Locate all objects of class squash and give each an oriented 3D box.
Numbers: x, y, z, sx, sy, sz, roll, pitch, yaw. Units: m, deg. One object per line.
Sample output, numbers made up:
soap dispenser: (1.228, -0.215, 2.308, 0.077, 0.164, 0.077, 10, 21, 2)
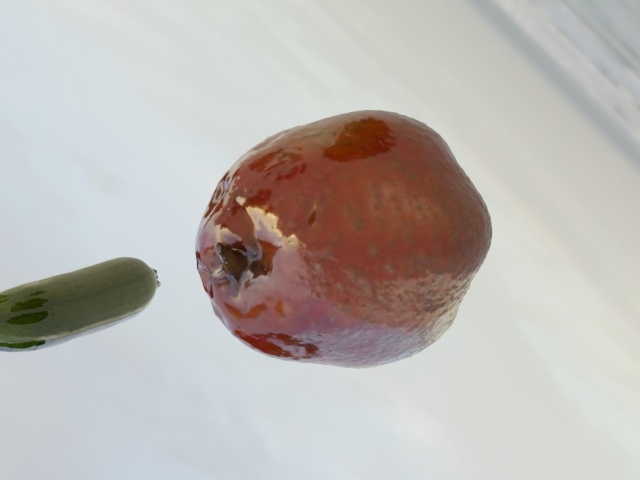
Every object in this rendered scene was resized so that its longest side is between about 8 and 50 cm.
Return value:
squash: (-0.230, 0.060, 1.697, 0.069, 0.069, 0.258, 48, -146, 17)

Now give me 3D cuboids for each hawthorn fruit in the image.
hawthorn fruit: (0.000, 0.000, 1.415, 0.262, 0.210, 0.210, -3, -138, -41)
